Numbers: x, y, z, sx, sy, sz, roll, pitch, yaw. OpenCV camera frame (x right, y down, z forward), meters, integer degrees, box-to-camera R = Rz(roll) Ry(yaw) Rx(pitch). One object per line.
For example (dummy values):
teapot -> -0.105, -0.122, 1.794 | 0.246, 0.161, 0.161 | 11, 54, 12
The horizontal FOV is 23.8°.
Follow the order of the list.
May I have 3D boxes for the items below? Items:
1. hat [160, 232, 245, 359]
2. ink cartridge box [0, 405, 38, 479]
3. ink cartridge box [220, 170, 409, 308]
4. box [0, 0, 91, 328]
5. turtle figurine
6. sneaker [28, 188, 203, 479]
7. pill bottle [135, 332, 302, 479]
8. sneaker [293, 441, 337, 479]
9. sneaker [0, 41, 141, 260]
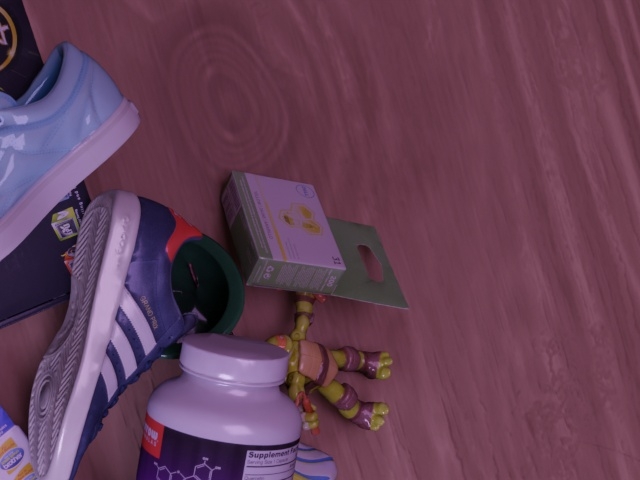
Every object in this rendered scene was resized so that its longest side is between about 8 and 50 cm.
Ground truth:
hat -> -0.175, 0.110, 1.916 | 0.173, 0.183, 0.208 | -30, 67, -16
ink cartridge box -> -0.371, 0.351, 1.764 | 0.186, 0.065, 0.311 | -40, 107, -27
ink cartridge box -> 0.000, 0.000, 1.942 | 0.235, 0.056, 0.171 | 8, 38, -26
box -> -0.443, -0.082, 1.727 | 0.318, 0.097, 0.394 | -22, 103, -27
turtle figurine -> -0.005, 0.174, 1.934 | 0.217, 0.087, 0.269 | 29, 46, -40
sneaker -> -0.226, 0.124, 1.749 | 0.148, 0.131, 0.350 | 17, 91, -31
pill bottle -> -0.123, 0.278, 1.756 | 0.182, 0.181, 0.322 | 5, 98, -27
sneaker -> -0.074, 0.240, 1.893 | 0.240, 0.091, 0.126 | 12, 109, -25
sneaker -> -0.364, -0.080, 1.651 | 0.366, 0.135, 0.150 | -49, 114, -33
